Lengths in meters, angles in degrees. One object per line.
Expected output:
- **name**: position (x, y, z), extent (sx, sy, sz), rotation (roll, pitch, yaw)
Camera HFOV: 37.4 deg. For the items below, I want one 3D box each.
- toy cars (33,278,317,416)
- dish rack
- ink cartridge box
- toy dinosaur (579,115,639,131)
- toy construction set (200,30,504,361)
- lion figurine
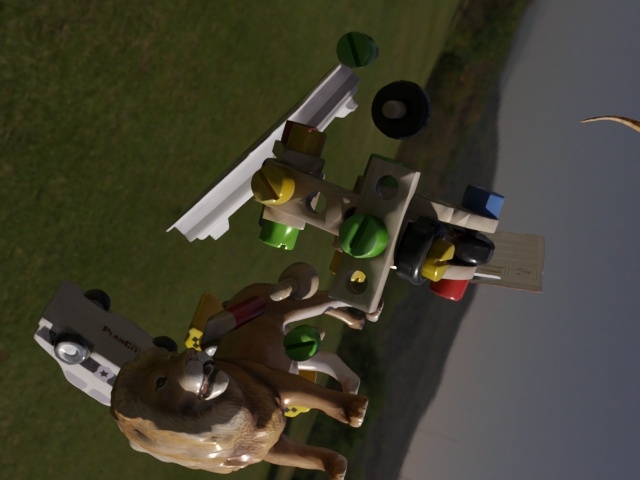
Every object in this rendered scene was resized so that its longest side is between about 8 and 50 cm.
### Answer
- **toy cars**: position (-0.169, 0.147, 1.123), extent (0.394, 0.176, 0.087), rotation (10, 132, -48)
- **dish rack**: position (-0.074, -0.130, 1.450), extent (0.333, 0.072, 0.285), rotation (-37, -169, 36)
- **ink cartridge box**: position (0.223, 0.040, 1.357), extent (0.232, 0.189, 0.066), rotation (-60, 155, -63)
- **toy dinosaur**: position (0.497, -0.147, 1.363), extent (0.112, 0.211, 0.064), rotation (-16, 137, -45)
- **toy construction set**: position (0.000, 0.000, 0.871), extent (0.309, 0.257, 0.237), rotation (-47, 172, 19)
- **lion figurine**: position (-0.068, 0.133, 1.036), extent (0.392, 0.240, 0.142), rotation (-69, 176, -73)
